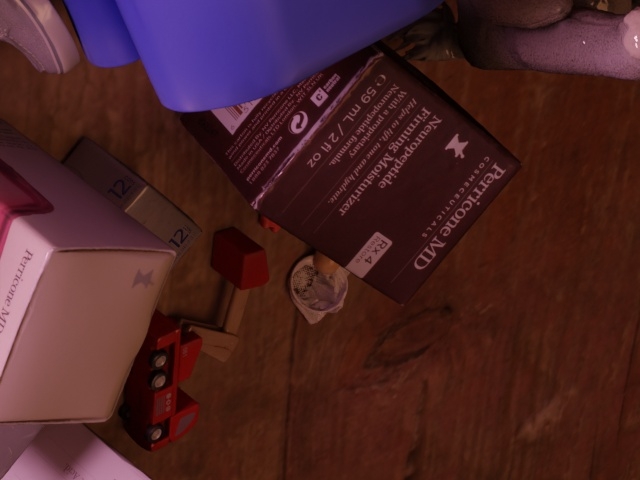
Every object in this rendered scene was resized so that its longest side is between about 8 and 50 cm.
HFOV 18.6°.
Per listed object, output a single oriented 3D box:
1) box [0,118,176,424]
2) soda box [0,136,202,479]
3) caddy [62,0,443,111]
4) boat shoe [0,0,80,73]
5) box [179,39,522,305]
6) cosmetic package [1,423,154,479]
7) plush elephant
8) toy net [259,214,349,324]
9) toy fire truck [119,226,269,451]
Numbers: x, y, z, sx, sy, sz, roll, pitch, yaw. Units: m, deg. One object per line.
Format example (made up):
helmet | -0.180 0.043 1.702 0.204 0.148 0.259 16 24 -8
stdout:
box | -0.245 0.017 1.463 0.127 0.232 0.148 3 115 -49
soda box | -0.235 0.061 1.624 0.286 0.091 0.098 -51 144 -3
caddy | -0.052 -0.246 1.446 0.341 0.241 0.179 -30 127 -24
boat shoe | -0.261 -0.187 1.427 0.081 0.079 0.227 -42 136 -5
box | 0.025 -0.085 1.681 0.203 0.167 0.168 33 99 -39
cosmetic package | -0.264 0.370 1.733 0.385 0.217 0.156 -49 143 -10
plush elephant | 0.201 -0.284 1.713 0.272 0.330 0.255 -21 110 -53
toy net | 0.000 0.000 1.866 0.122 0.045 0.232 -25 134 -33
toy fire truck | -0.117 0.094 1.812 0.135 0.047 0.192 -23 134 -36
